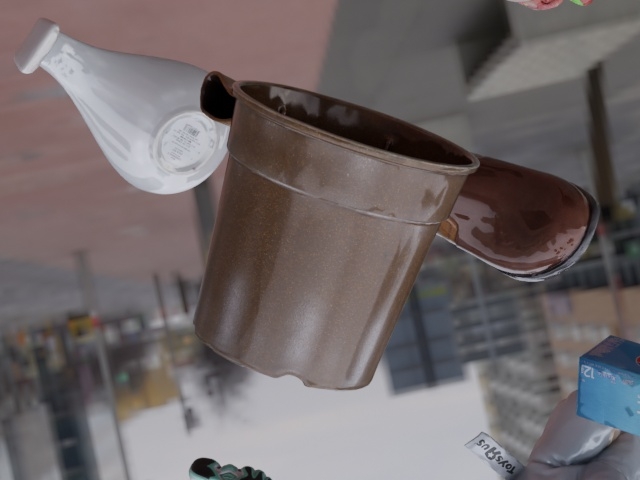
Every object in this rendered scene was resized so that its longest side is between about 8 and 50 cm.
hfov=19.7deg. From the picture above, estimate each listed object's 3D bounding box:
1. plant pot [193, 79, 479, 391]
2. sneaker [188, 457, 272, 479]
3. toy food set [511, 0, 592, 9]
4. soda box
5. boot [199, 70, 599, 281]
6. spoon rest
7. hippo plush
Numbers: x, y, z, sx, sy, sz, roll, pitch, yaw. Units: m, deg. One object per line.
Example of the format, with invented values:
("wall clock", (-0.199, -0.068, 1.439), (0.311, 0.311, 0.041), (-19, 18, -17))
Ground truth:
("plant pot", (0.000, 0.000, 1.200), (0.167, 0.165, 0.167), (16, -168, -4))
("sneaker", (-0.091, 0.268, 1.953), (0.098, 0.069, 0.038), (18, -133, 14))
("toy food set", (0.196, -0.218, 1.497), (0.218, 0.071, 0.128), (6, 159, 41))
("soda box", (0.364, 0.163, 1.853), (0.210, 0.071, 0.067), (17, -152, 34))
("boot", (0.067, -0.070, 1.548), (0.280, 0.096, 0.264), (25, -176, -34))
("spoon rest", (-0.192, -0.140, 1.809), (0.276, 0.137, 0.084), (34, -176, -43))
("hippo plush", (0.334, 0.291, 2.043), (0.294, 0.234, 0.236), (32, 166, -38))
